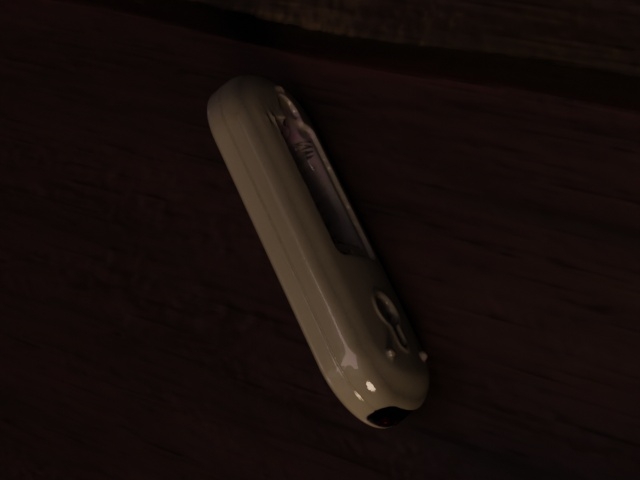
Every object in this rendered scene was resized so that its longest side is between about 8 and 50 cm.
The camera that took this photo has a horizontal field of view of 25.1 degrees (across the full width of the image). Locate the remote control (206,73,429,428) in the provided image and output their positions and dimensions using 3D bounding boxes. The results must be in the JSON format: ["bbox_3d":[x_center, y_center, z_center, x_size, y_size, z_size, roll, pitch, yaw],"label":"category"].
[{"bbox_3d":[0.000,0.000,0.801,0.042,0.078,0.221,-35,68,21],"label":"remote control"}]
